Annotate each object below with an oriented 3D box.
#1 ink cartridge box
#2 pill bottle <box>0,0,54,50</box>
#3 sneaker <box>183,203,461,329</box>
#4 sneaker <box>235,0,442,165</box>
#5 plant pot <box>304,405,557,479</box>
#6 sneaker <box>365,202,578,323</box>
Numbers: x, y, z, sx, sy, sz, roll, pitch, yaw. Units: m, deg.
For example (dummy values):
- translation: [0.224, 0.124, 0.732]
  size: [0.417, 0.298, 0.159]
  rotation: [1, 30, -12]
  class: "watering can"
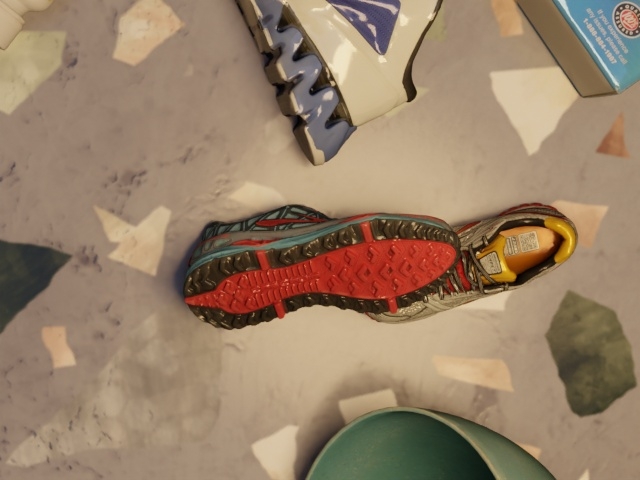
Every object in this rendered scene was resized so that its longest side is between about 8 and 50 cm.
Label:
- translation: [0.329, -0.315, 1.563]
  size: [0.307, 0.129, 0.223]
  rotation: [-36, 95, -4]
  class: "ink cartridge box"
- translation: [-0.272, -0.288, 1.501]
  size: [0.119, 0.119, 0.208]
  rotation: [36, 87, -6]
  class: "pill bottle"
- translation: [0.000, 0.000, 1.533]
  size: [0.262, 0.125, 0.104]
  rotation: [-6, 125, 3]
  class: "sneaker"
- translation: [0.013, -0.248, 1.542]
  size: [0.182, 0.127, 0.315]
  rotation: [-23, 101, -9]
  class: "sneaker"
- translation: [0.138, 0.303, 1.511]
  size: [0.195, 0.290, 0.290]
  rotation: [8, 91, -43]
  class: "plant pot"
- translation: [0.143, 0.018, 1.570]
  size: [0.225, 0.093, 0.088]
  rotation: [-22, 95, -4]
  class: "sneaker"
